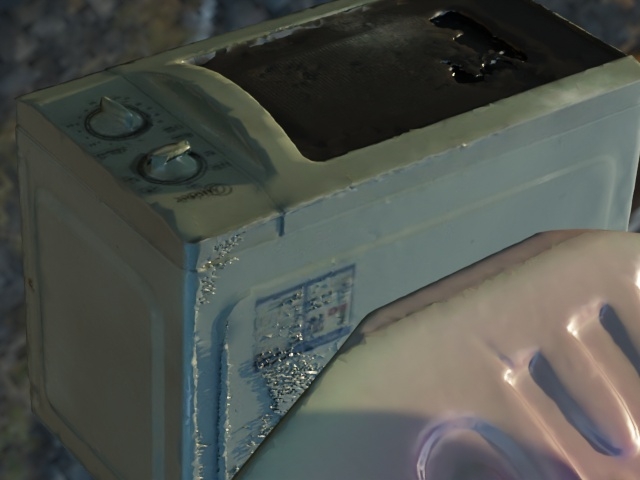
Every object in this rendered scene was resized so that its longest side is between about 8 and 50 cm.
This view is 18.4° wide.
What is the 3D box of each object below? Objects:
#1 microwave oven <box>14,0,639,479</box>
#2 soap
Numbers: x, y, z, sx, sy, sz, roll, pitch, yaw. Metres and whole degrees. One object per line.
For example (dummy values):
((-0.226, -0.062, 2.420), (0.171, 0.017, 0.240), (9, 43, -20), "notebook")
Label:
((0.000, 0.000, 1.061), (0.295, 0.181, 0.237), (-21, 132, -31), "microwave oven")
((0.089, 0.103, 0.761), (0.324, 0.193, 0.109), (-22, 163, -39), "soap")
